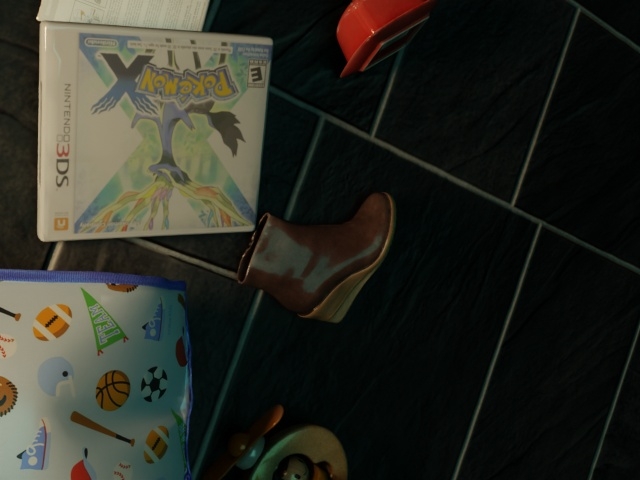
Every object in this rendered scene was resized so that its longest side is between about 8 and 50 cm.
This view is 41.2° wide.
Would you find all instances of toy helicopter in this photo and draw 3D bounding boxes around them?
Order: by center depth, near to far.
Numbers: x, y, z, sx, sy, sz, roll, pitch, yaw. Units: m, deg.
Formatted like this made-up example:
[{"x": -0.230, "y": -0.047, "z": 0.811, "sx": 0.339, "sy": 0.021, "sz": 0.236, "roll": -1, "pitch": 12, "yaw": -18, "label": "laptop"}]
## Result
[{"x": -0.115, "y": 0.411, "z": 1.337, "sx": 0.355, "sy": 0.140, "sz": 0.235, "roll": -31, "pitch": 108, "yaw": -20, "label": "toy helicopter"}]

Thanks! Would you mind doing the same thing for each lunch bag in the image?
[{"x": -0.354, "y": 0.204, "z": 1.090, "sx": 0.385, "sy": 0.239, "sz": 0.328, "roll": 2, "pitch": 80, "yaw": -27, "label": "lunch bag"}]

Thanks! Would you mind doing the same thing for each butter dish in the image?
[{"x": 0.086, "y": -0.359, "z": 1.361, "sx": 0.160, "sy": 0.160, "sz": 0.118, "roll": -34, "pitch": 88, "yaw": -21, "label": "butter dish"}]

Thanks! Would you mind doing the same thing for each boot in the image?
[{"x": 0.000, "y": 0.000, "z": 1.372, "sx": 0.206, "sy": 0.090, "sz": 0.249, "roll": 29, "pitch": 85, "yaw": -31, "label": "boot"}]

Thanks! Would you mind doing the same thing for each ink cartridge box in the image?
[{"x": -0.269, "y": -0.352, "z": 1.203, "sx": 0.224, "sy": 0.056, "sz": 0.181, "roll": 15, "pitch": 89, "yaw": -26, "label": "ink cartridge box"}]

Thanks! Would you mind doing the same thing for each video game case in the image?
[{"x": -0.233, "y": -0.150, "z": 1.218, "sx": 0.328, "sy": 0.036, "sz": 0.300, "roll": -4, "pitch": 111, "yaw": -29, "label": "video game case"}]
